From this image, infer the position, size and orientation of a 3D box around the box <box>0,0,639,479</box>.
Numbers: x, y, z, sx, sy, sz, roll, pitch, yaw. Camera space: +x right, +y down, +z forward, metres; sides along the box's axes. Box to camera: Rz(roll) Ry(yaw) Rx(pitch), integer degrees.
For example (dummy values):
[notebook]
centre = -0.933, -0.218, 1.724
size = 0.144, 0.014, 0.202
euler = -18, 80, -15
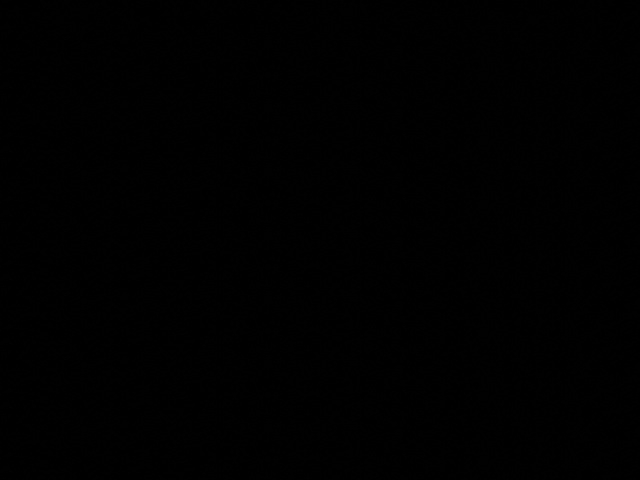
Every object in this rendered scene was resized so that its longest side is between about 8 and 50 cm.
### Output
[box]
centre = 0.035, -0.076, 0.077
size = 0.480, 0.297, 0.471
euler = 36, 45, -78
